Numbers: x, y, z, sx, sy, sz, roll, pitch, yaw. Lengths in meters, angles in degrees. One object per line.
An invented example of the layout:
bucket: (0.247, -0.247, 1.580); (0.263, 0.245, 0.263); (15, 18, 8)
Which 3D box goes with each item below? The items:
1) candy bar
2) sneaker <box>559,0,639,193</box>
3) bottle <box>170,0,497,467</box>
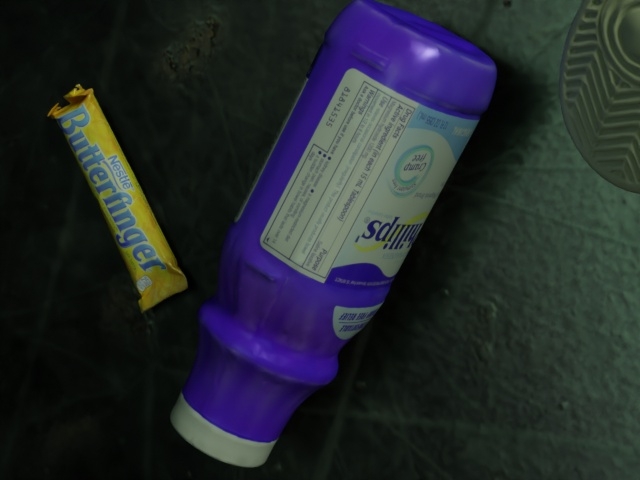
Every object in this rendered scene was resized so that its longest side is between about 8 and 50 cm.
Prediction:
candy bar: (-0.137, -0.030, 1.066); (0.040, 0.018, 0.161); (-32, 77, 23)
sneaker: (0.258, -0.162, 0.820); (0.131, 0.148, 0.350); (50, 134, 16)
bottle: (0.000, 0.000, 0.941); (0.092, 0.118, 0.283); (33, 103, 22)
